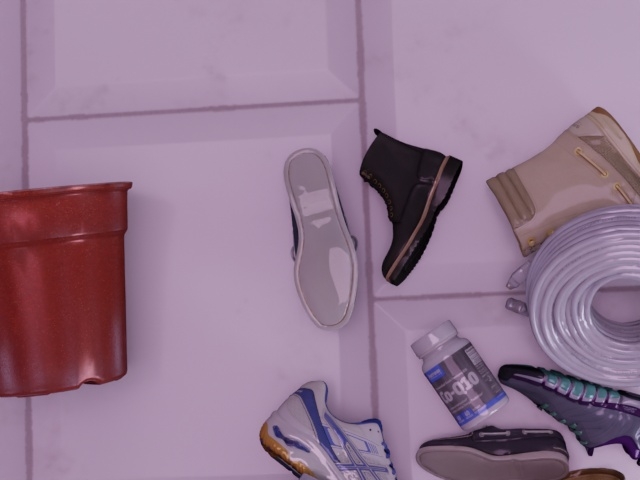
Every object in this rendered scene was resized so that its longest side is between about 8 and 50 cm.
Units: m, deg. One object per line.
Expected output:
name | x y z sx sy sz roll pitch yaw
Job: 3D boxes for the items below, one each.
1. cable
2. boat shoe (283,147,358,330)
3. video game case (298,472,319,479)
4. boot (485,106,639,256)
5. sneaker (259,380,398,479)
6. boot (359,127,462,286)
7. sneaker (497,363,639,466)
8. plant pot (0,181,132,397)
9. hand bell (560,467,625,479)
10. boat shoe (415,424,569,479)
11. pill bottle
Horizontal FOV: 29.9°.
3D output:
cable | 0.395 0.073 1.551 0.257 0.089 0.257 30 123 -7
boat shoe | 0.000 0.000 1.663 0.095 0.079 0.255 -16 81 7
video game case | 0.044 0.469 1.550 0.244 0.061 0.270 21 112 9
boot | 0.367 -0.023 1.617 0.203 0.095 0.262 -32 82 2
sneaker | 0.064 0.309 1.614 0.296 0.112 0.131 40 73 0
boot | 0.096 -0.048 1.667 0.137 0.077 0.198 25 75 12
sneaker | 0.340 0.234 1.605 0.223 0.083 0.098 15 91 7
plant pot | -0.375 0.065 1.618 0.272 0.272 0.265 -6 92 6
hand bell | 0.370 0.437 1.586 0.126 0.126 0.242 -16 96 4
boat shoe | 0.234 0.287 1.631 0.206 0.075 0.065 0 42 11
pill bottle | 0.187 0.181 1.626 0.078 0.078 0.137 -35 82 2
